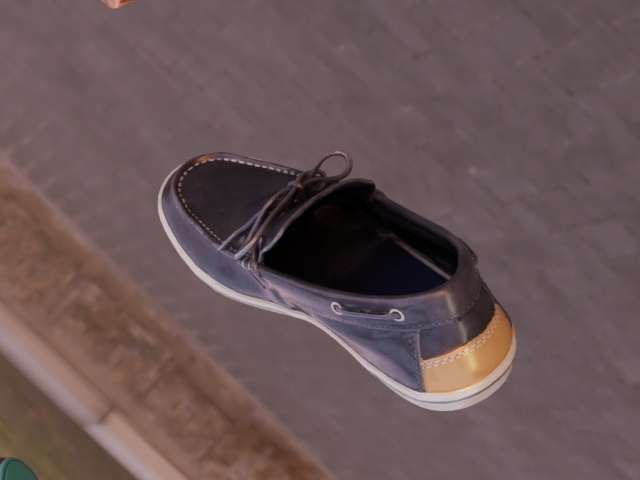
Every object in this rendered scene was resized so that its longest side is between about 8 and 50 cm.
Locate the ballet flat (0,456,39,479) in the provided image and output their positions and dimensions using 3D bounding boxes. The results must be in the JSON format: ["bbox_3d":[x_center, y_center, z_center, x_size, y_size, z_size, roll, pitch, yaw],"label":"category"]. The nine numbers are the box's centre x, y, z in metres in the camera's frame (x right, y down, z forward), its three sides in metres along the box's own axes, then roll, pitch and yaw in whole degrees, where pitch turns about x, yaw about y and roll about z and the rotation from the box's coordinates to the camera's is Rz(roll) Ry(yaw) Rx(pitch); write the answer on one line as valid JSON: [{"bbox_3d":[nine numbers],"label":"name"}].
[{"bbox_3d":[-0.271,0.323,1.403,0.107,0.106,0.316,47,-169,-44],"label":"ballet flat"}]

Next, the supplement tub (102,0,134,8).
[{"bbox_3d":[-0.093,-0.354,1.505,0.193,0.316,0.193,55,168,18],"label":"supplement tub"}]

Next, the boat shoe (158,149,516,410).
[{"bbox_3d":[0.000,0.000,1.688,0.500,0.187,0.156,32,150,43],"label":"boat shoe"}]
